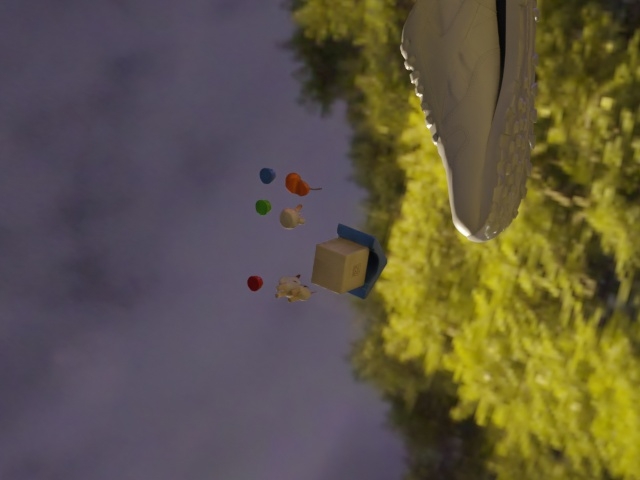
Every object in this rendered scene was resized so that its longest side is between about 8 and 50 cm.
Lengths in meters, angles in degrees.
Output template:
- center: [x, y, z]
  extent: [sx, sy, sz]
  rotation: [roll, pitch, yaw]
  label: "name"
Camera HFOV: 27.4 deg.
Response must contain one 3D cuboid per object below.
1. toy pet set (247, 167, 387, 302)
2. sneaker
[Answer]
- center: [0.000, 0.000, 1.221]
  extent: [0.065, 0.114, 0.122]
  rotation: [-18, -57, -51]
  label: "toy pet set"
- center: [0.107, -0.116, 0.961]
  extent: [0.090, 0.094, 0.235]
  rotation: [20, -107, -71]
  label: "sneaker"
